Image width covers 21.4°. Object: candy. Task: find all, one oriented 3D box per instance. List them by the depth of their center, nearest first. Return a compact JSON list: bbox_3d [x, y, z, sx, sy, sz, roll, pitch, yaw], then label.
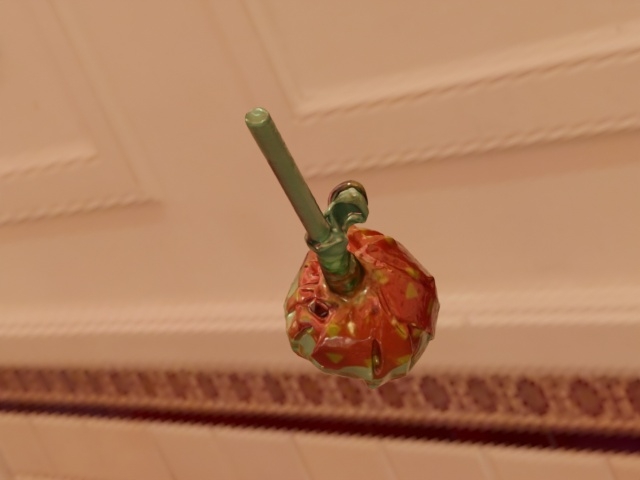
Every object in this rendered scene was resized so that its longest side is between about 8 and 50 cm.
[{"bbox_3d":[-0.001,-0.001,0.811,0.084,0.287,0.078,13,73,18],"label":"candy"}]
